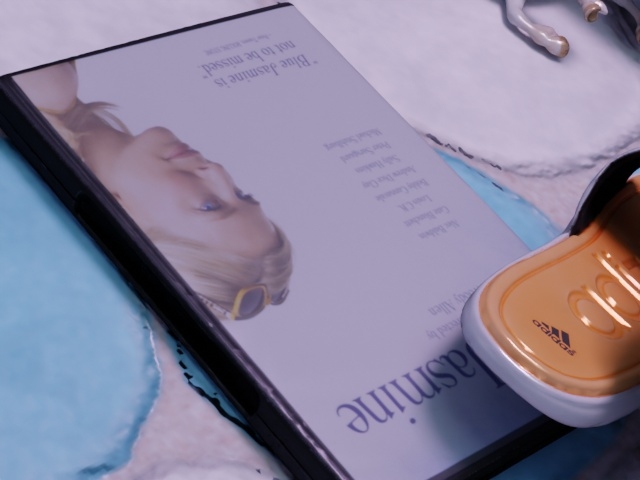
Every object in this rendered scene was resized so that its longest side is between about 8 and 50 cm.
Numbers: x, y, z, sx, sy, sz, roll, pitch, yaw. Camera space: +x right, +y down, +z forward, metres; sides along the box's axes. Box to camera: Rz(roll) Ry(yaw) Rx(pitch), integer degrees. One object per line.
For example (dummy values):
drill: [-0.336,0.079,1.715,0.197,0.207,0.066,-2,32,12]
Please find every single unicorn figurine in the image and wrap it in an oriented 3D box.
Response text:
unicorn figurine: [0.124,-0.155,0.950,0.162,0.060,0.111,3,43,-51]

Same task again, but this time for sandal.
sandal: [0.152,0.008,0.743,0.102,0.076,0.265,43,29,12]

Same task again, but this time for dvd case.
dvd case: [0.000,0.000,0.733,0.180,0.022,0.253,-21,61,-43]
